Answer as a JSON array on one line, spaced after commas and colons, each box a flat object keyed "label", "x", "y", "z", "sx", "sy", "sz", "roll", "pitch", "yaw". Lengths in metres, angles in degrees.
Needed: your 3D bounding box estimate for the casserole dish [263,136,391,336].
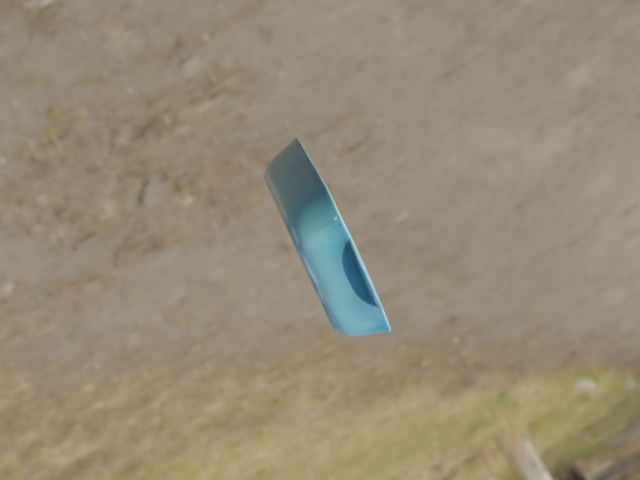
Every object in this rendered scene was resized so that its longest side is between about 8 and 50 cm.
[{"label": "casserole dish", "x": 0.000, "y": 0.000, "z": 1.074, "sx": 0.037, "sy": 0.114, "sz": 0.188, "roll": -24, "pitch": -159, "yaw": 0}]
